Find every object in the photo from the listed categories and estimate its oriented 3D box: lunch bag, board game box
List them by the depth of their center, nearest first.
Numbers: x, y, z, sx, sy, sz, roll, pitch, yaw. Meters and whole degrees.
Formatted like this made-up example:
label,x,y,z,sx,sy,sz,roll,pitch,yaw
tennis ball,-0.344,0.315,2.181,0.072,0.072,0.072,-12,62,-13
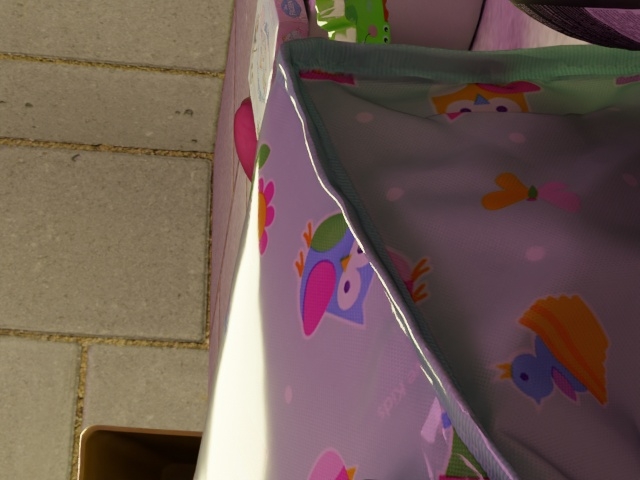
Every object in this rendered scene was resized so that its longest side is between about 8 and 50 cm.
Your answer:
label,x,y,z,sx,sy,sz,roll,pitch,yaw
lunch bag,0.057,0.102,0.420,0.262,0.160,0.223,-111,27,-47
board game box,-0.026,-0.111,0.901,0.090,0.020,0.090,-101,16,-52

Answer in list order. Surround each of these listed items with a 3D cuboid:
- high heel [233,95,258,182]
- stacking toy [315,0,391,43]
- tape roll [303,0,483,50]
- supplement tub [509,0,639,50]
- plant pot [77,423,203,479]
label,x,y,z,sx,sy,sz,roll,pitch,yaw
high heel,0.000,0.000,0.975,0.377,0.127,0.181,174,107,-81
stacking toy,0.072,-0.171,0.523,0.167,0.052,0.221,-3,82,51
tape roll,0.037,-0.235,0.945,0.286,0.100,0.286,-176,90,-83
supplement tub,0.098,-0.098,0.339,0.190,0.117,0.117,-130,45,-79
plant pot,-0.095,0.274,1.351,0.187,0.212,0.212,57,-145,-82
